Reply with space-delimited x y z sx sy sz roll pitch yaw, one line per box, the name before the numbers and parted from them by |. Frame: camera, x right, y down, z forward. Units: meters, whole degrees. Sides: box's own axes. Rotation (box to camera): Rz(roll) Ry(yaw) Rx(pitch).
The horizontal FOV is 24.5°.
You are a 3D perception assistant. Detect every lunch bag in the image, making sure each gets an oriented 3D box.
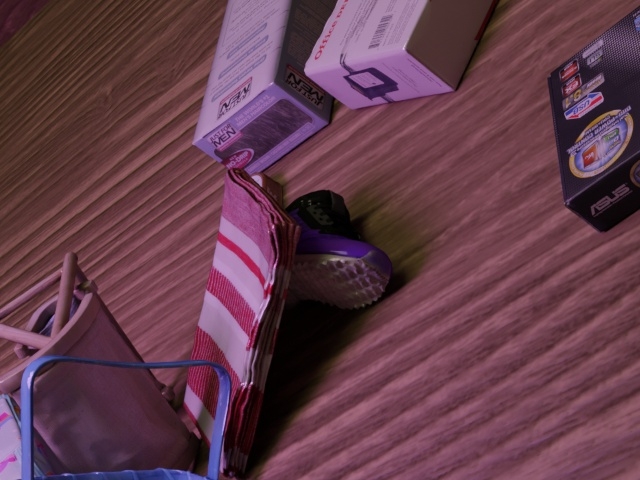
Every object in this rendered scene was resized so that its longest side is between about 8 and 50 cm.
lunch bag | -0.356 0.325 1.854 0.108 0.224 0.279 -38 24 -7

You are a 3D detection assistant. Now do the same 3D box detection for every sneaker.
sneaker | -0.001 0.000 1.818 0.293 0.102 0.146 -5 54 57

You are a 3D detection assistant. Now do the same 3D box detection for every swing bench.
swing bench | -0.290 0.187 1.867 0.165 0.253 0.255 -35 25 -8

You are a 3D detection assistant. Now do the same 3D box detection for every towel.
towel | -0.108 0.096 1.802 0.237 0.037 0.329 -136 56 -64

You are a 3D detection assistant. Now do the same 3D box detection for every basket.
basket | -0.223 0.274 1.648 0.201 0.255 0.289 10 93 56

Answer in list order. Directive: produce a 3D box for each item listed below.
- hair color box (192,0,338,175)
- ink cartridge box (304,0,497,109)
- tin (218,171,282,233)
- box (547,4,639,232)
hair color box | -0.067 -0.288 2.250 0.185 0.113 0.374 -33 33 37
ink cartridge box | 0.107 -0.281 1.968 0.237 0.100 0.172 -3 56 57
tin | -0.099 -0.023 2.082 0.106 0.040 0.189 -38 31 22
box | 0.353 -0.162 1.471 0.270 0.060 0.216 -37 31 32
